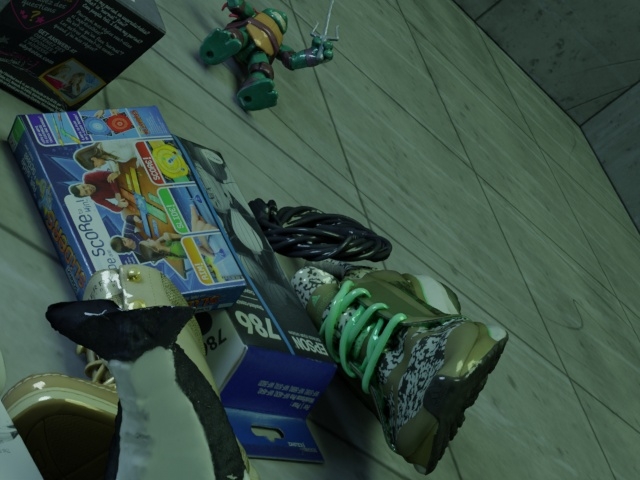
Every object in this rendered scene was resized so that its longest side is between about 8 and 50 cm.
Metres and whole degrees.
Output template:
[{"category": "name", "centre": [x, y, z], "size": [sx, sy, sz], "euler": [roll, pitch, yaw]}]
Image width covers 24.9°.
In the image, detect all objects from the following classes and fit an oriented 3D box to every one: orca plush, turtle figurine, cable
[{"category": "orca plush", "centre": [-0.107, 0.158, 0.875], "size": [0.102, 0.151, 0.287], "euler": [-134, -157, -65]}, {"category": "turtle figurine", "centre": [-0.070, -0.261, 1.835], "size": [0.175, 0.118, 0.234], "euler": [34, 37, -6]}, {"category": "cable", "centre": [0.000, 0.000, 1.497], "size": [0.150, 0.047, 0.184], "euler": [13, 8, -17]}]

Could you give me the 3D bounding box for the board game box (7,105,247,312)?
[{"category": "board game box", "centre": [-0.163, -0.025, 1.210], "size": [0.136, 0.035, 0.201], "euler": [-7, 57, -35]}]

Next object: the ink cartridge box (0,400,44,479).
[{"category": "ink cartridge box", "centre": [-0.232, 0.118, 0.833], "size": [0.150, 0.063, 0.109], "euler": [58, 20, 15]}]

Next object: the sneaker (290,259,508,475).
[{"category": "sneaker", "centre": [0.047, 0.099, 1.385], "size": [0.182, 0.158, 0.410], "euler": [26, 3, -10]}]

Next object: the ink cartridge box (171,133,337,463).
[{"category": "ink cartridge box", "centre": [-0.087, 0.044, 1.316], "size": [0.165, 0.065, 0.333], "euler": [19, 39, -60]}]

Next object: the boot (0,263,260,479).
[{"category": "boot", "centre": [-0.145, 0.098, 1.020], "size": [0.262, 0.095, 0.203], "euler": [34, 26, -50]}]

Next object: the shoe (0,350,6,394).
[{"category": "shoe", "centre": [-0.251, 0.028, 0.953], "size": [0.178, 0.063, 0.081], "euler": [50, 23, 8]}]

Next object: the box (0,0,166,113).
[{"category": "box", "centre": [-0.269, -0.265, 1.329], "size": [0.163, 0.142, 0.247], "euler": [31, 27, -48]}]
